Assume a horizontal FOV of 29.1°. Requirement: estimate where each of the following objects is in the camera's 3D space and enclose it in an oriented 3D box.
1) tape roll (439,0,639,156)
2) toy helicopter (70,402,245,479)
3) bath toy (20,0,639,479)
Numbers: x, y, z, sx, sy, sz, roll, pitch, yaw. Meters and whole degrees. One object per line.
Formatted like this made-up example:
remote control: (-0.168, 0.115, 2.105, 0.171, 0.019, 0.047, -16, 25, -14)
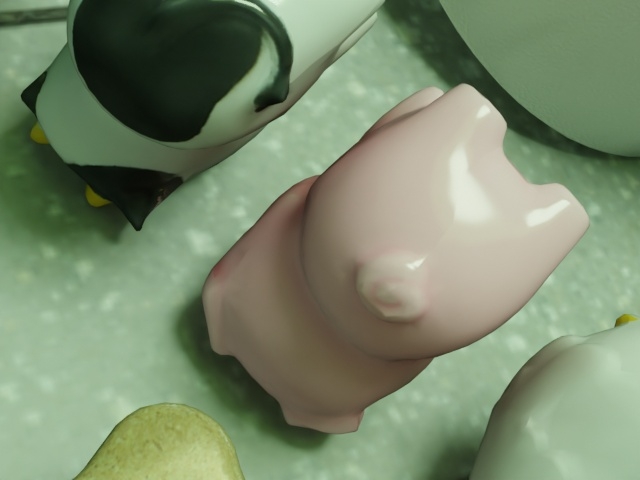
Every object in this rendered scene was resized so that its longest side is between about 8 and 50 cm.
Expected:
tape roll: (0.174, -0.175, 0.532, 0.246, 0.169, 0.246, 11, 71, -33)
toy helicopter: (-0.115, 0.122, 0.299, 0.355, 0.140, 0.235, 34, 62, 6)
bath toy: (0.000, 0.000, 0.405, 0.129, 0.151, 0.348, -43, 92, -2)
